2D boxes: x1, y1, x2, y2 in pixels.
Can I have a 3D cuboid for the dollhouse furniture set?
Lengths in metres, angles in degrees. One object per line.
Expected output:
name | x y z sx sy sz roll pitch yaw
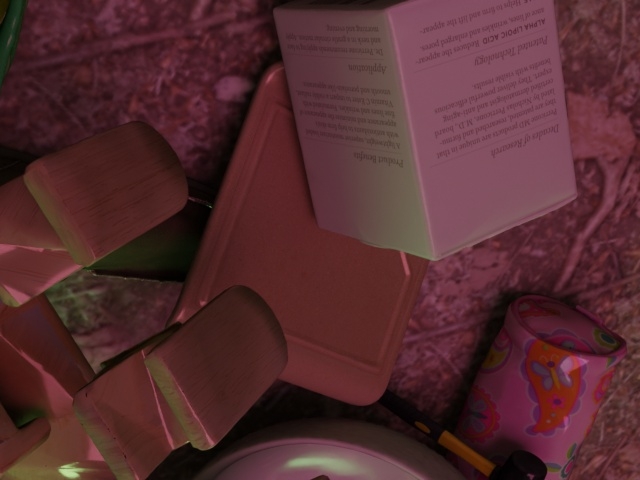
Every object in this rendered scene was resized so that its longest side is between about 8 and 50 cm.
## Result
dollhouse furniture set | -0.168 0.151 0.865 0.362 0.256 0.394 -29 95 25

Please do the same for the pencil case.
pencil case | 0.192 0.196 1.126 0.124 0.124 0.284 7 113 -21

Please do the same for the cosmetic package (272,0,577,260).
cosmetic package | 0.080 -0.103 0.879 0.151 0.151 0.184 -23 112 -29

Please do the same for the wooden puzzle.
wooden puzzle | 0.000 0.000 0.967 0.221 0.044 0.239 25 86 -34

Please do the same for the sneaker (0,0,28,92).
sneaker | -0.291 -0.100 0.810 0.109 0.123 0.295 23 107 -27

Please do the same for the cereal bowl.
cereal bowl | 0.021 0.314 1.074 0.339 0.141 0.339 3 103 13

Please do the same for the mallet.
mallet | 0.121 0.177 1.069 0.039 0.189 0.062 -22 148 -58

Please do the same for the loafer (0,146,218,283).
loafer | -0.171 -0.006 0.917 0.251 0.087 0.094 9 112 -22
